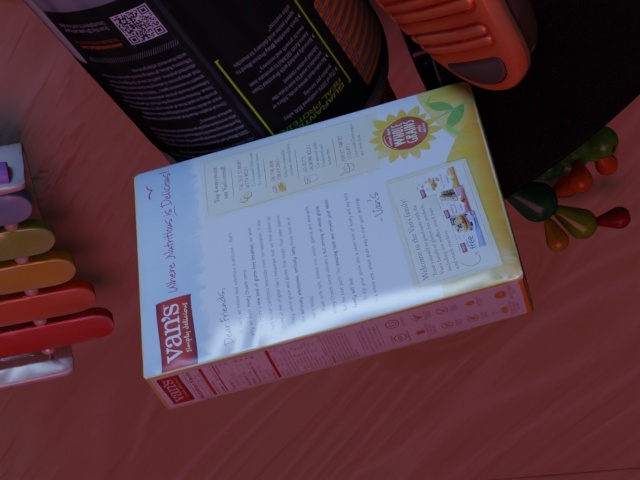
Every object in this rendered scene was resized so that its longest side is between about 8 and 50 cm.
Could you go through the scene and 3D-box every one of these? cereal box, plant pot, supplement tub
[{"bbox_3d":[0.000,0.000,0.828,0.240,0.173,0.047,-15,140,9],"label":"cereal box"},{"bbox_3d":[0.147,-0.171,0.950,0.167,0.188,0.187,-23,138,5],"label":"plant pot"},{"bbox_3d":[-0.075,-0.162,0.906,0.194,0.193,0.316,-21,138,17],"label":"supplement tub"}]

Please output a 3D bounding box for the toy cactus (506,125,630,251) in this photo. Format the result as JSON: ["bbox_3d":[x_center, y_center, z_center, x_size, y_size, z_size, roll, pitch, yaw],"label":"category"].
[{"bbox_3d":[0.182,-0.056,1.158,0.181,0.112,0.219,-13,150,22],"label":"toy cactus"}]

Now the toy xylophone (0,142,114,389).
[{"bbox_3d":[-0.331,0.031,1.160,0.236,0.081,0.322,-15,145,-2],"label":"toy xylophone"}]

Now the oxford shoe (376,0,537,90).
[{"bbox_3d":[0.055,-0.262,0.756,0.133,0.130,0.363,-36,110,-21],"label":"oxford shoe"}]
